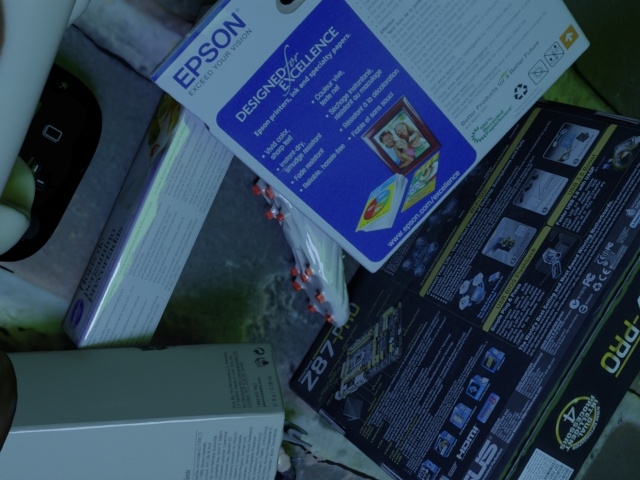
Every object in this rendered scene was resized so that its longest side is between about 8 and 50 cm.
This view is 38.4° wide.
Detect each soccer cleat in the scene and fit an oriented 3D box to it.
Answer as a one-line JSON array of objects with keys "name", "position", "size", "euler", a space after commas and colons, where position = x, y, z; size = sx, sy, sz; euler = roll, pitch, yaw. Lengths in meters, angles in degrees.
[{"name": "soccer cleat", "position": [0.000, 0.000, 0.925], "size": [0.076, 0.068, 0.196], "euler": [-33, 118, -22]}]

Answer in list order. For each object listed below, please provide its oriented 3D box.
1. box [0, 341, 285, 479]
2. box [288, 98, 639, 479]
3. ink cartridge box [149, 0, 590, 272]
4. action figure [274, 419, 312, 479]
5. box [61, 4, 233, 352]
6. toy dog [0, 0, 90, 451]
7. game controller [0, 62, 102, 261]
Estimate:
[{"name": "box", "position": [-0.175, 0.160, 0.793], "size": [0.275, 0.094, 0.113], "euler": [0, 128, -14]}, {"name": "box", "position": [0.168, 0.053, 0.892], "size": [0.097, 0.318, 0.395], "euler": [33, 87, -36]}, {"name": "ink cartridge box", "position": [0.053, -0.165, 0.796], "size": [0.303, 0.072, 0.307], "euler": [-46, 126, 4]}, {"name": "action figure", "position": [-0.108, 0.275, 0.937], "size": [0.185, 0.099, 0.285], "euler": [17, 82, -28]}, {"name": "box", "position": [-0.134, -0.050, 0.824], "size": [0.067, 0.063, 0.324], "euler": [21, 95, -34]}, {"name": "toy dog", "position": [-0.243, -0.060, 0.488], "size": [0.284, 0.395, 0.408], "euler": [23, 71, -46]}, {"name": "game controller", "position": [-0.321, -0.110, 0.686], "size": [0.319, 0.067, 0.166], "euler": [31, 89, -36]}]
